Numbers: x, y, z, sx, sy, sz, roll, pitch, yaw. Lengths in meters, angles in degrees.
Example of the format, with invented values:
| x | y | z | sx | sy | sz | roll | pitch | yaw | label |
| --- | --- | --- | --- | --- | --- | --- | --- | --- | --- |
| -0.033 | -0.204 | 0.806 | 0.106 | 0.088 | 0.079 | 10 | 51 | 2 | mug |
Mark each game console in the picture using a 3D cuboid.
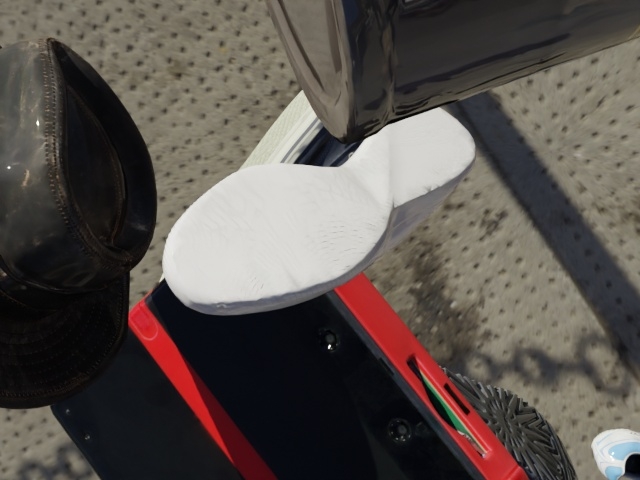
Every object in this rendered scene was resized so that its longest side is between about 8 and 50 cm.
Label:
| x | y | z | sx | sy | sz | roll | pitch | yaw | label |
| --- | --- | --- | --- | --- | --- | --- | --- | --- | --- |
| -0.037 | 0.192 | 0.916 | 0.342 | 0.060 | 0.386 | -44 | 79 | 27 | game console |

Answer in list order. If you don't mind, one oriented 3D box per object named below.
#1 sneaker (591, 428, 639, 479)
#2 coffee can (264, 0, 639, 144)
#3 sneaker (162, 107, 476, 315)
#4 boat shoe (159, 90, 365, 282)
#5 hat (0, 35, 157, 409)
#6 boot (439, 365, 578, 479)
| x | y | z | sx | sy | sz | roll | pitch | yaw | label |
| --- | --- | --- | --- | --- | --- | --- | --- | --- | --- |
| 0.514 | 0.324 | 1.520 | 0.237 | 0.086 | 0.085 | 1 | 138 | -16 | sneaker |
| 0.105 | -0.175 | 0.398 | 0.275 | 0.201 | 0.201 | -19 | 90 | -5 | coffee can |
| 0.000 | 0.000 | 0.568 | 0.080 | 0.212 | 0.094 | 50 | 140 | 16 | sneaker |
| -0.075 | -0.045 | 1.615 | 0.156 | 0.187 | 0.500 | 43 | 75 | -20 | boat shoe |
| -0.209 | -0.054 | 0.752 | 0.134 | 0.331 | 0.331 | -25 | 89 | 25 | hat |
| 0.090 | 0.363 | 1.460 | 0.445 | 0.146 | 0.367 | -38 | 129 | 26 | boot |
